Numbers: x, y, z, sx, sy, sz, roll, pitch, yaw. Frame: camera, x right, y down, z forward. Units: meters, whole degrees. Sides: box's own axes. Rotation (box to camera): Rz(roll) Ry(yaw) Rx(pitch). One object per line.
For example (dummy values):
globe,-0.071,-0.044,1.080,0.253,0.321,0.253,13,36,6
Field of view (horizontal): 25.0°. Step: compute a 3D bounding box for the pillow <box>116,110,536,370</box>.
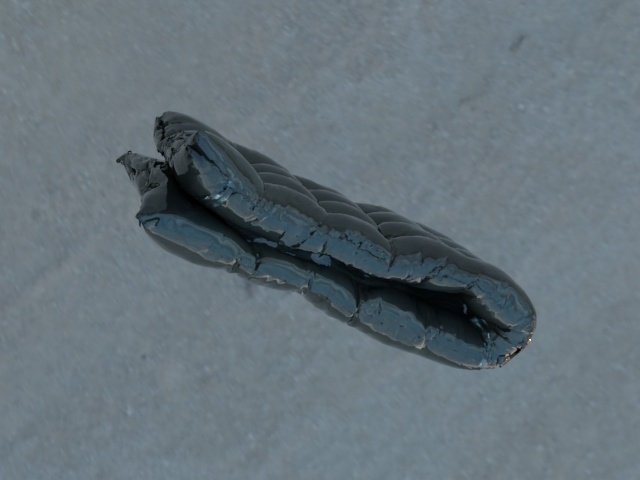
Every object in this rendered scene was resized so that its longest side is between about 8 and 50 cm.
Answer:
pillow,0.000,0.000,1.168,0.326,0.228,0.101,26,97,-16
